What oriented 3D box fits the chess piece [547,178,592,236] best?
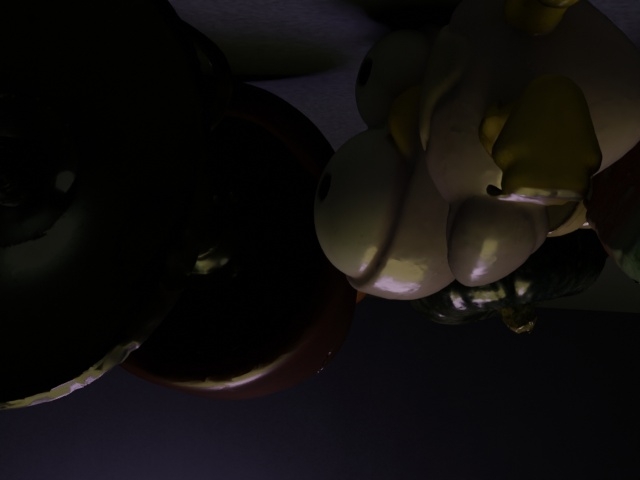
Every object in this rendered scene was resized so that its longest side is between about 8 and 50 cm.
[{"bbox_3d":[0.204,-0.043,1.007,0.094,0.094,0.170,-2,175,38],"label":"chess piece"}]

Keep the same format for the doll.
[{"bbox_3d":[0.069,-0.053,0.625,0.094,0.160,0.365,10,174,-11],"label":"doll"}]

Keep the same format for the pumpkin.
[{"bbox_3d":[0.177,0.015,1.251,0.212,0.152,0.211,-1,178,0],"label":"pumpkin"}]

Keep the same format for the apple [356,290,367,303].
[{"bbox_3d":[0.000,0.000,1.264,0.146,0.146,0.131,0,-177,23],"label":"apple"}]

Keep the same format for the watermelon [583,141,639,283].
[{"bbox_3d":[0.265,-0.048,0.840,0.193,0.139,0.257,-2,-176,-5],"label":"watermelon"}]

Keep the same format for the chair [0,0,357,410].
[{"bbox_3d":[-0.108,-0.013,0.759,0.227,0.226,0.401,1,173,14],"label":"chair"}]
